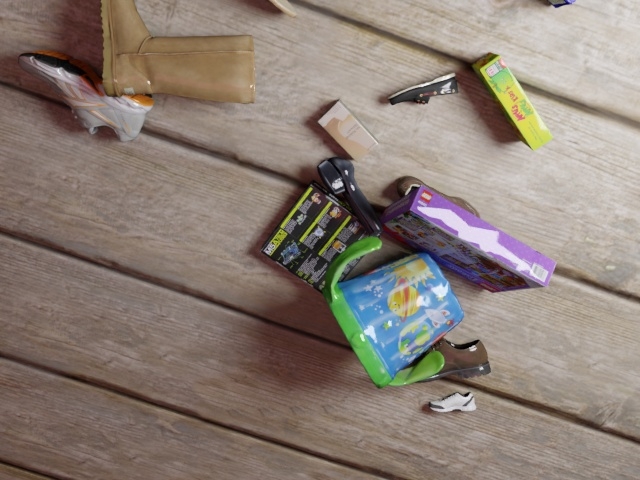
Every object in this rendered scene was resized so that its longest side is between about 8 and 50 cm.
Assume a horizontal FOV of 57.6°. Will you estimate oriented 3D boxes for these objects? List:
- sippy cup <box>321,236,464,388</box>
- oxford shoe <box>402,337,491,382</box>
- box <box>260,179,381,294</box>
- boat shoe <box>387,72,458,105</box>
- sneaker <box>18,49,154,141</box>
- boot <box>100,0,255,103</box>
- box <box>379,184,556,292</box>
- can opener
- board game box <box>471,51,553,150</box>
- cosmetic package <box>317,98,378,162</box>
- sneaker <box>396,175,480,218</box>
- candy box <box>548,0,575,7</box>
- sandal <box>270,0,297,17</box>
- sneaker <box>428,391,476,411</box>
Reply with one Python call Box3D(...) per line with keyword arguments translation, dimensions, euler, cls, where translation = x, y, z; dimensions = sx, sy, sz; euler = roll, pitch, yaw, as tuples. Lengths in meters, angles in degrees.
Box3D(translation=(0.154, 0.141, 1.172), dimensions=(0.224, 0.240, 0.305), euler=(-31, 151, 1), cls="sippy cup")
Box3D(translation=(0.256, 0.262, 1.302), dimensions=(0.227, 0.083, 0.096), euler=(-11, 93, 7), cls="oxford shoe")
Box3D(translation=(0.000, 0.000, 1.230), dimensions=(0.184, 0.045, 0.190), euler=(35, 111, -7), cls="box")
Box3D(translation=(0.195, -0.278, 1.102), dimensions=(0.133, 0.049, 0.042), euler=(-15, 101, 6), cls="boat shoe")
Box3D(translation=(-0.468, -0.276, 1.135), dimensions=(0.263, 0.099, 0.121), euler=(25, 115, -4), cls="sneaker")
Box3D(translation=(-0.260, -0.369, 1.084), dimensions=(0.270, 0.089, 0.236), euler=(-2, 89, -7), cls="boot")
Box3D(translation=(0.272, 0.006, 1.129), dimensions=(0.293, 0.201, 0.057), euler=(29, 77, -7), cls="box")
Box3D(translation=(0.065, -0.088, 1.169), dimensions=(0.073, 0.059, 0.186), euler=(-36, 95, -9), cls="can opener")
Box3D(translation=(0.353, -0.258, 1.074), dimensions=(0.043, 0.092, 0.181), euler=(-35, 105, 16), cls="board game box")
Box3D(translation=(0.055, -0.215, 1.142), dimensions=(0.115, 0.041, 0.060), euler=(43, 108, -12), cls="cosmetic package")
Box3D(translation=(0.237, -0.065, 1.170), dimensions=(0.189, 0.071, 0.066), euler=(25, 111, -5), cls="sneaker")
Box3D(translation=(0.412, -0.590, 0.925), dimensions=(0.268, 0.122, 0.317), euler=(39, 110, -9), cls="candy box")
Box3D(translation=(-0.110, -0.506, 1.018), dimensions=(0.240, 0.088, 0.079), euler=(43, 114, -7), cls="sandal")
Box3D(translation=(0.306, 0.375, 1.358), dimensions=(0.109, 0.040, 0.043), euler=(-5, 94, 3), cls="sneaker")
